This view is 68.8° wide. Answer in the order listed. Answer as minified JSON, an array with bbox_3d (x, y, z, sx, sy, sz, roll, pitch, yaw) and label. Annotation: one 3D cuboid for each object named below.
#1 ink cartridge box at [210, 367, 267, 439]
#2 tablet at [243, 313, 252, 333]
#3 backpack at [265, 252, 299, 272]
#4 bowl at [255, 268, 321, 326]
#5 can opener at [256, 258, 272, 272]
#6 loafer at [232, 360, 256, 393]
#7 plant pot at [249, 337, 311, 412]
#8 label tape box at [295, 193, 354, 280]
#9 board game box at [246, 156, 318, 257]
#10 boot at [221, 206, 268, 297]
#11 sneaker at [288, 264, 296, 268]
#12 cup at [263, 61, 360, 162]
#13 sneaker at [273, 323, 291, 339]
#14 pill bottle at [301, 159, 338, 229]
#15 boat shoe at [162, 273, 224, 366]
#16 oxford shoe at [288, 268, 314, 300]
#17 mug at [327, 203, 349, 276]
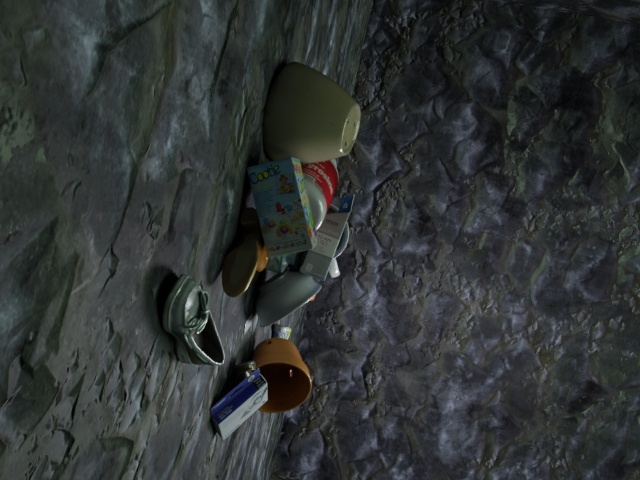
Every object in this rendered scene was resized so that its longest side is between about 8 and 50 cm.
[{"bbox_3d":[-0.285,0.589,1.676,0.223,0.045,0.224,-37,150,-29],"label":"ink cartridge box"},{"bbox_3d":[-0.281,0.324,1.817,0.083,0.006,0.054,-59,160,-72],"label":"tablet"},{"bbox_3d":[-0.150,0.034,1.818,0.166,0.144,0.189,-65,175,-83],"label":"backpack"},{"bbox_3d":[-0.152,0.206,1.866,0.134,0.297,0.298,58,14,-5],"label":"bowl"},{"bbox_3d":[-0.177,0.041,1.684,0.186,0.059,0.073,-52,133,-8],"label":"can opener"},{"bbox_3d":[-0.278,0.543,1.771,0.251,0.094,0.087,97,-28,-46],"label":"loafer"},{"bbox_3d":[-0.188,0.553,1.986,0.203,0.290,0.291,-98,-165,-61],"label":"plant pot"},{"bbox_3d":[0.010,-0.032,1.869,0.249,0.115,0.348,-160,-91,-80],"label":"label tape box"},{"bbox_3d":[-0.111,-0.102,1.431,0.142,0.144,0.276,-41,119,-80],"label":"board game box"},{"bbox_3d":[-0.212,0.064,1.443,0.211,0.104,0.295,76,21,-63],"label":"boot"},{"bbox_3d":[-0.093,0.067,2.391,0.319,0.131,0.112,-65,166,-64],"label":"sneaker"},{"bbox_3d":[-0.007,-0.391,1.537,0.331,0.236,0.331,19,90,-73],"label":"cup"},{"bbox_3d":[-0.209,0.516,2.439,0.240,0.091,0.126,88,16,-69],"label":"sneaker"},{"bbox_3d":[-0.058,-0.202,1.743,0.408,0.228,0.229,-69,169,-56],"label":"pill bottle"},{"bbox_3d":[-0.286,0.196,1.086,0.321,0.103,0.118,96,9,-46],"label":"boat shoe"},{"bbox_3d":[-0.103,0.211,2.278,0.364,0.132,0.130,-115,-166,-76],"label":"oxford shoe"},{"bbox_3d":[0.000,0.000,2.198,0.328,0.276,0.374,-138,-156,-86],"label":"mug"}]
